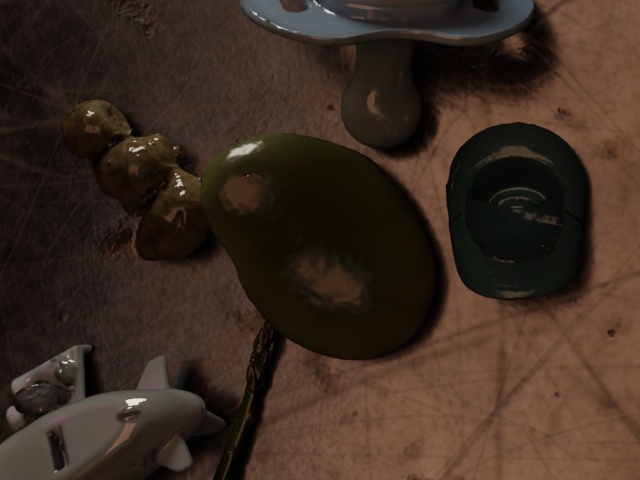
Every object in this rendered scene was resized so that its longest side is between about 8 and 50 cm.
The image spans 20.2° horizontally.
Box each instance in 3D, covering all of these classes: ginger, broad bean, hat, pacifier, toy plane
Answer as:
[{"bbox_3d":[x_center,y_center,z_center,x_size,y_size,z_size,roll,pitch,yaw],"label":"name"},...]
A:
[{"bbox_3d":[-0.190,-0.068,1.858,0.104,0.080,0.204,-41,78,12],"label":"ginger"},{"bbox_3d":[0.000,0.000,1.788,0.189,0.121,0.263,-44,94,-7],"label":"broad bean"},{"bbox_3d":[0.190,-0.018,1.755,0.138,0.078,0.191,1,66,7],"label":"hat"},{"bbox_3d":[0.059,-0.200,1.768,0.287,0.238,0.226,0,117,-10],"label":"pacifier"},{"bbox_3d":[-0.231,0.221,1.818,0.266,0.122,0.267,-11,63,23],"label":"toy plane"}]

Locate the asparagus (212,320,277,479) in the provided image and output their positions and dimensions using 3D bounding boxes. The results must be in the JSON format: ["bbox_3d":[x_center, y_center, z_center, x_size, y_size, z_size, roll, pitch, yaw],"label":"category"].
[{"bbox_3d":[-0.083,0.191,1.828,0.027,0.034,0.236,17,87,24],"label":"asparagus"}]
